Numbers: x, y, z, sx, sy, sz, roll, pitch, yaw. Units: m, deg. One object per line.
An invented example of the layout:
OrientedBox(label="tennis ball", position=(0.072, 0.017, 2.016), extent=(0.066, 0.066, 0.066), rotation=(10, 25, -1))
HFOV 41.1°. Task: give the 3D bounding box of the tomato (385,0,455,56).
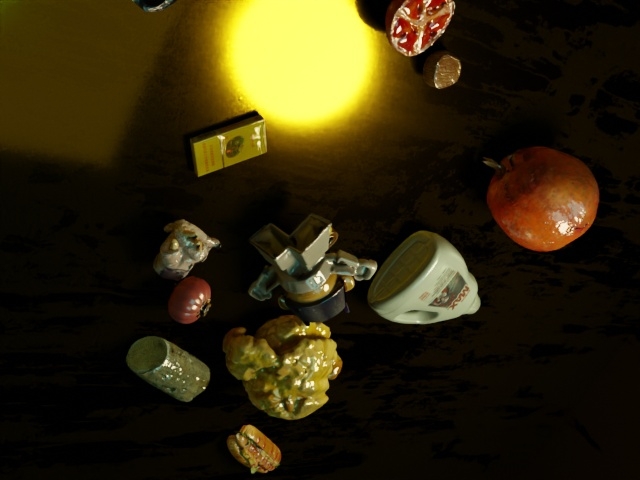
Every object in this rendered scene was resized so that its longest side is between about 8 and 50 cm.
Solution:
OrientedBox(label="tomato", position=(0.182, -0.450, 1.697), extent=(0.156, 0.069, 0.155), rotation=(-24, 142, -21))

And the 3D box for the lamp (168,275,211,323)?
OrientedBox(label="lamp", position=(-0.285, 0.129, 1.859), extent=(0.107, 0.092, 0.107), rotation=(-58, 168, -20))

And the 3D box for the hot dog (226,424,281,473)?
OrientedBox(label="hot dog", position=(-0.183, 0.594, 2.399), extent=(0.104, 0.076, 0.250), rotation=(-35, 143, -5))

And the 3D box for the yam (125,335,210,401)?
OrientedBox(label="yam", position=(-0.348, 0.291, 1.956), extent=(0.107, 0.107, 0.194), rotation=(-42, 140, 2))

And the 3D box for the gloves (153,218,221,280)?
OrientedBox(label="gloves", position=(-0.285, 0.018, 1.755), extent=(0.144, 0.094, 0.110), rotation=(-34, 133, 22))

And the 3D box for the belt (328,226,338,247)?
OrientedBox(label="belt", position=(0.000, 0.000, 2.010), extent=(0.083, 0.036, 0.059), rotation=(-36, 148, -4))

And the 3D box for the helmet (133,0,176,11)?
OrientedBox(label="helmet", position=(-0.274, -0.427, 1.354), extent=(0.098, 0.070, 0.123), rotation=(-33, 138, 5))

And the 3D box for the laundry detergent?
OrientedBox(label="laundry detergent", position=(0.312, 0.136, 2.323), extent=(0.264, 0.124, 0.398), rotation=(-49, 142, 10))

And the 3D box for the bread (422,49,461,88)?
OrientedBox(label="bread", position=(0.259, -0.371, 1.848), extent=(0.085, 0.053, 0.085), rotation=(-17, 124, -27))

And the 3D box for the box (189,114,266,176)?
OrientedBox(label="box", position=(-0.181, -0.189, 1.696), extent=(0.155, 0.023, 0.087), rotation=(-22, 135, -21))

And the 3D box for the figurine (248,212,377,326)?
OrientedBox(label="figurine", position=(-0.029, 0.082, 1.944), extent=(0.308, 0.309, 0.143), rotation=(84, 24, -46))

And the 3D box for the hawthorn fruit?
OrientedBox(label="hawthorn fruit", position=(0.535, -0.125, 2.166), extent=(0.307, 0.276, 0.276), rotation=(29, 109, -19))

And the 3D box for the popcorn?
OrientedBox(label="popcorn", position=(-0.088, 0.299, 2.091), extent=(0.265, 0.225, 0.332), rotation=(-43, 130, 12))
